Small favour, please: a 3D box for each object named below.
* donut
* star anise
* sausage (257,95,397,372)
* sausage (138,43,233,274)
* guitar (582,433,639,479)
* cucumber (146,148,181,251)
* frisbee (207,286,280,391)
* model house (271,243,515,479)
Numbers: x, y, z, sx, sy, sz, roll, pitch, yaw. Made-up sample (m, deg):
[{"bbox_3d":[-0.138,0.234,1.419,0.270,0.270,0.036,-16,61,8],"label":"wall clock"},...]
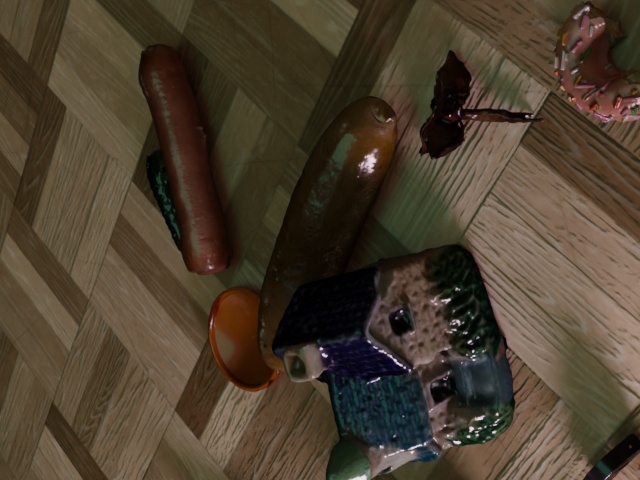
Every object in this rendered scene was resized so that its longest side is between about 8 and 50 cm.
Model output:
[{"bbox_3d":[0.340,-0.204,1.152,0.166,0.065,0.117,52,129,24],"label":"donut"},{"bbox_3d":[0.211,-0.167,1.298,0.140,0.144,0.158,-100,23,-73],"label":"star anise"},{"bbox_3d":[-0.002,-0.002,1.479,0.136,0.123,0.501,39,123,35],"label":"sausage"},{"bbox_3d":[-0.241,-0.144,1.692,0.094,0.094,0.419,153,103,-83],"label":"sausage"},{"bbox_3d":[0.353,0.339,1.269,0.025,0.088,0.233,47,137,24],"label":"guitar"},{"bbox_3d":[-0.267,-0.060,1.758,0.069,0.069,0.227,-21,89,44],"label":"cucumber"},{"bbox_3d":[-0.129,0.175,1.699,0.192,0.035,0.192,11,107,40],"label":"frisbee"},{"bbox_3d":[0.085,0.184,1.342,0.243,0.284,0.298,-15,89,49],"label":"model house"}]
